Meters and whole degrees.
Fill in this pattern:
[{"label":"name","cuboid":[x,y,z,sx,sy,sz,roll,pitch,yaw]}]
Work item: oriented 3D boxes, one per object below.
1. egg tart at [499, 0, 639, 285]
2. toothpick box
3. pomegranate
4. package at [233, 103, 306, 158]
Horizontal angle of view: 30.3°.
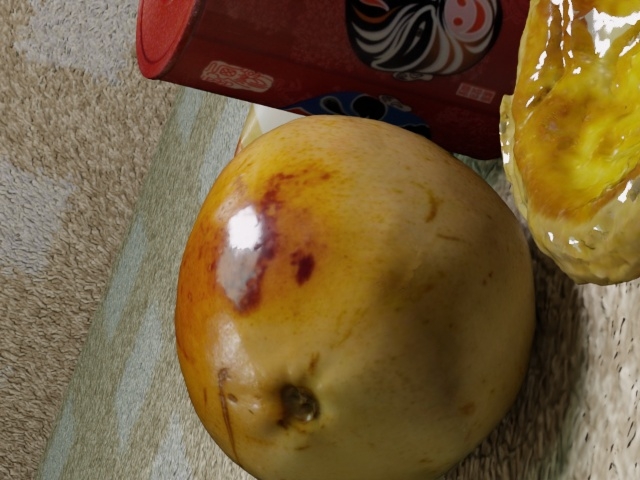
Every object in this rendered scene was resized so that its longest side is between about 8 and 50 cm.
[{"label":"egg tart","cuboid":[0.238,-0.120,0.714,0.341,0.129,0.341,-57,21,36]},{"label":"toothpick box","cuboid":[0.026,-0.202,1.046,0.204,0.333,0.204,-42,42,54]},{"label":"pomegranate","cuboid":[0.033,0.048,0.943,0.319,0.319,0.319,-162,90,-72]},{"label":"package","cuboid":[0.003,0.013,1.232,0.165,0.221,0.311,97,-176,-69]}]
